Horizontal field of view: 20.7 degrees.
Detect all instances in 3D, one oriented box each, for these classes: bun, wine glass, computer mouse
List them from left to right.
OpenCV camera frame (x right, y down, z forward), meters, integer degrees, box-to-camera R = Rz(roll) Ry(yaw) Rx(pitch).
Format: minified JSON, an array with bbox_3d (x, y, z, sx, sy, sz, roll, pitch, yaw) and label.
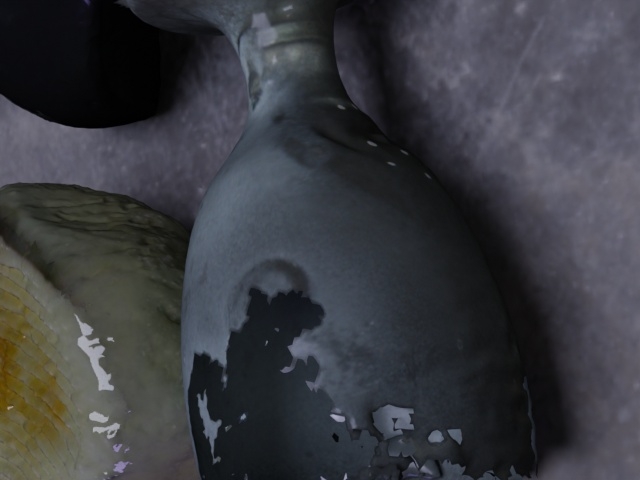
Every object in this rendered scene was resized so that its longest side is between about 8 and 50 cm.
[{"bbox_3d":[-0.183,-0.166,1.088,0.170,0.100,0.269,37,151,21],"label":"computer mouse"},{"bbox_3d":[-0.127,0.072,1.084,0.244,0.153,0.244,32,129,52],"label":"bun"},{"bbox_3d":[0.003,-0.002,0.961,0.190,0.190,0.357,-21,72,37],"label":"wine glass"}]
